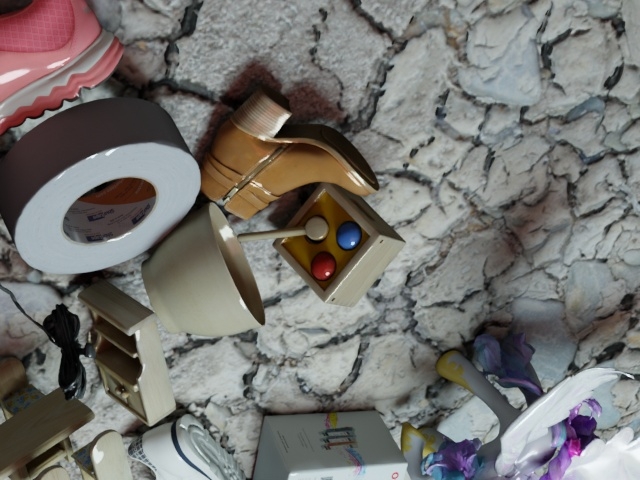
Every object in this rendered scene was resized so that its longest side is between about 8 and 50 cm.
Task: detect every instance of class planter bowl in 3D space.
[{"bbox_3d":[-0.147,0.048,1.526,0.109,0.162,0.162,-23,126,5],"label":"planter bowl"}]

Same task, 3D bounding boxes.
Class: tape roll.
[{"bbox_3d":[-0.246,-0.058,1.416,0.219,0.072,0.219,-23,152,-13],"label":"tape roll"}]

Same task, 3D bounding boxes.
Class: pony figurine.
[{"bbox_3d":[0.275,0.278,1.694,0.351,0.363,0.303,-43,125,9],"label":"pony figurine"}]

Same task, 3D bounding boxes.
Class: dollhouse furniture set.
[{"bbox_3d":[-0.308,0.185,1.521,0.242,0.212,0.161,-33,133,-32],"label":"dollhouse furniture set"}]

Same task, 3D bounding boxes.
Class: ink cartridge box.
[{"bbox_3d":[0.011,0.325,1.770,0.176,0.127,0.128,1,120,-21],"label":"ink cartridge box"}]

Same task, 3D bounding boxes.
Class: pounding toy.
[{"bbox_3d":[0.000,0.000,1.570,0.130,0.141,0.100,-51,152,14],"label":"pounding toy"}]

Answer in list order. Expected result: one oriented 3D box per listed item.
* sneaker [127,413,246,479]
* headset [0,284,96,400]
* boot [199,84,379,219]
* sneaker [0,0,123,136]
[{"bbox_3d":[-0.168,0.331,1.746,0.095,0.090,0.235,-24,123,11],"label":"sneaker"},{"bbox_3d":[-0.432,0.075,1.363,0.394,0.185,0.243,13,135,-39],"label":"headset"},{"bbox_3d":[-0.043,-0.077,1.524,0.197,0.073,0.152,36,112,-10],"label":"boot"},{"bbox_3d":[-0.371,-0.172,1.348,0.314,0.116,0.136,-31,113,-4],"label":"sneaker"}]
